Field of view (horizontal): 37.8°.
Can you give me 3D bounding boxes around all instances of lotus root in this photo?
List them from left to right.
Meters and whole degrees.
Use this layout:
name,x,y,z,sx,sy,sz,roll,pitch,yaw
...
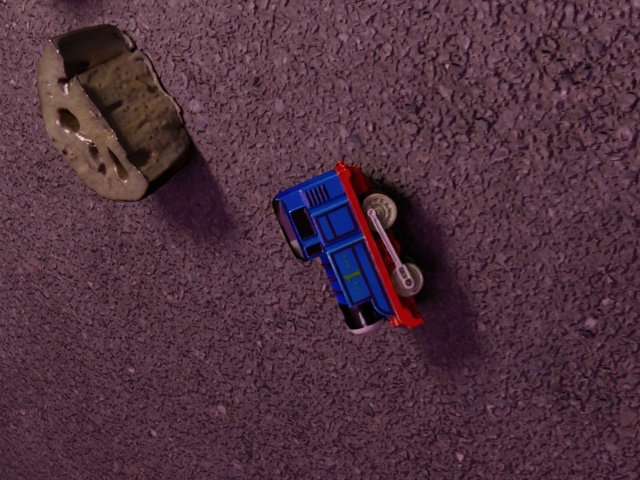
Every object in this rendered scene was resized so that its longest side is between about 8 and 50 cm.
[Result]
name,x,y,z,sx,sy,sz,roll,pitch,yaw
lotus root,-0.281,-0.164,1.254,0.138,0.119,0.235,-26,96,41

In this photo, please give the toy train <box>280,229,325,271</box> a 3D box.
name,x,y,z,sx,sy,sz,roll,pitch,yaw
toy train,0.000,0.000,1.171,0.103,0.044,0.064,46,134,13

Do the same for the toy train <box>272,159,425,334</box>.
name,x,y,z,sx,sy,sz,roll,pitch,yaw
toy train,0.038,0.013,1.091,0.131,0.083,0.204,-23,99,0
